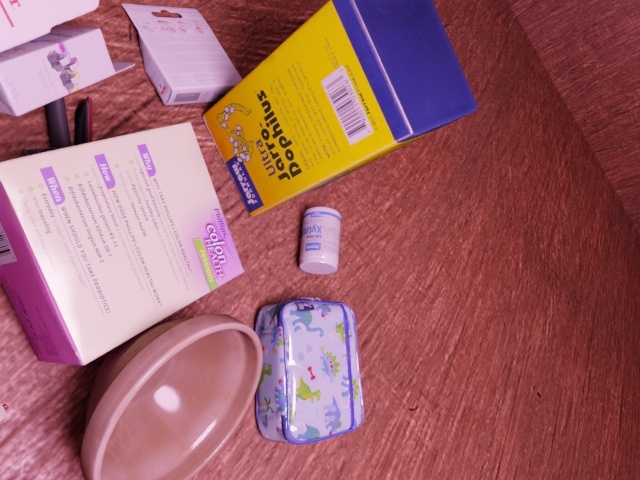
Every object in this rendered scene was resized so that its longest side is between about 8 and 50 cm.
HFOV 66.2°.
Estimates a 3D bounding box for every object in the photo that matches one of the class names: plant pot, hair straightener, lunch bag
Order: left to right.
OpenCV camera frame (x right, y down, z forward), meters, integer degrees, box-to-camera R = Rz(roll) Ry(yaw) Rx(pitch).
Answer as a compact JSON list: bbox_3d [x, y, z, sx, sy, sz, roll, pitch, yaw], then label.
[{"bbox_3d":[-0.340,-0.086,0.625,0.089,0.047,0.230,9,75,-50],"label":"hair straightener"},{"bbox_3d":[-0.189,0.181,0.589,0.237,0.110,0.237,-39,144,-37],"label":"plant pot"},{"bbox_3d":[-0.013,0.203,0.789,0.176,0.090,0.219,11,70,-42],"label":"lunch bag"}]

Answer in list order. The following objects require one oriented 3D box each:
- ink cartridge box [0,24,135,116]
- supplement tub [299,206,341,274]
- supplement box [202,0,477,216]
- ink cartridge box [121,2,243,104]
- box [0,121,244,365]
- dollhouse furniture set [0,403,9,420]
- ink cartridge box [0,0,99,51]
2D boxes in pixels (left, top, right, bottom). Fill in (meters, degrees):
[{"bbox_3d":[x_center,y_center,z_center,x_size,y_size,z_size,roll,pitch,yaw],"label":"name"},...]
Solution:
[{"bbox_3d":[-0.342,-0.225,0.618,0.181,0.104,0.061,-47,143,-41],"label":"ink cartridge box"},{"bbox_3d":[0.000,0.000,0.879,0.071,0.071,0.107,22,61,-35],"label":"supplement tub"},{"bbox_3d":[0.015,-0.199,0.761,0.194,0.356,0.195,-29,96,-44],"label":"supplement box"},{"bbox_3d":[-0.229,-0.308,0.813,0.145,0.045,0.179,-21,72,-43],"label":"ink cartridge box"},{"bbox_3d":[-0.245,-0.007,0.594,0.243,0.117,0.213,-32,108,-48],"label":"box"},{"bbox_3d":[-0.338,0.229,0.460,0.183,0.129,0.129,54,48,-13],"label":"dollhouse furniture set"},{"bbox_3d":[-0.427,-0.272,0.475,0.353,0.119,0.207,-45,140,-35],"label":"ink cartridge box"}]
